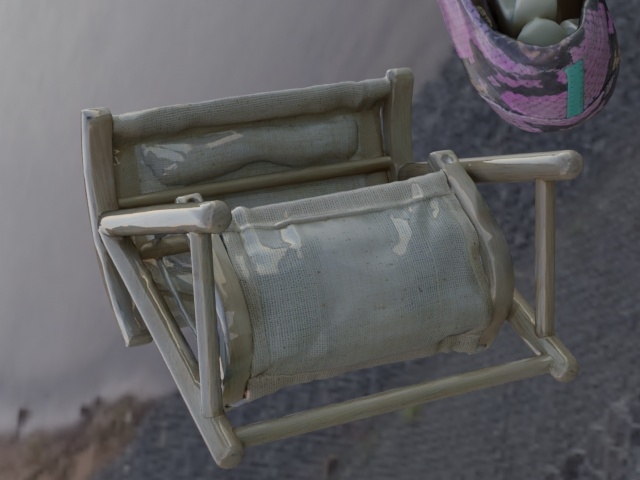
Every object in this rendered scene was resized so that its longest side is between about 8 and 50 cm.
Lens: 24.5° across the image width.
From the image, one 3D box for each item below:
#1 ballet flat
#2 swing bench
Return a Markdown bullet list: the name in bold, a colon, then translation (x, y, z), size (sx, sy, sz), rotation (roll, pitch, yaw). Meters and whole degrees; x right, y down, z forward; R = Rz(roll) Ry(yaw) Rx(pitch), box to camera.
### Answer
- **ballet flat**: translation (0.057, -0.147, 0.563), size (0.079, 0.077, 0.221), rotation (86, 164, -68)
- **swing bench**: translation (0.000, 0.000, 0.979), size (0.254, 0.253, 0.165), rotation (-143, 47, -59)
